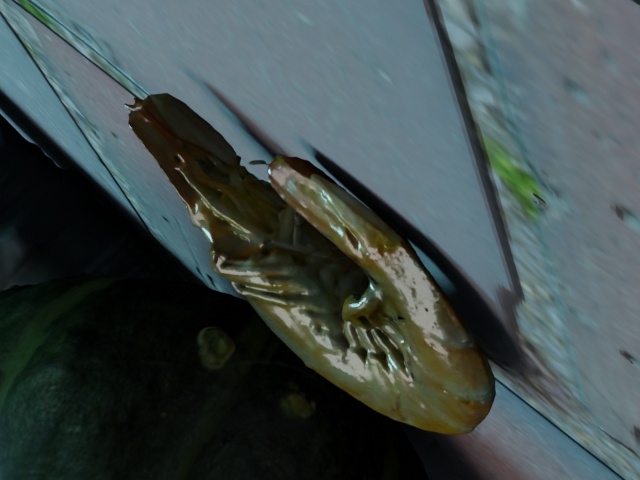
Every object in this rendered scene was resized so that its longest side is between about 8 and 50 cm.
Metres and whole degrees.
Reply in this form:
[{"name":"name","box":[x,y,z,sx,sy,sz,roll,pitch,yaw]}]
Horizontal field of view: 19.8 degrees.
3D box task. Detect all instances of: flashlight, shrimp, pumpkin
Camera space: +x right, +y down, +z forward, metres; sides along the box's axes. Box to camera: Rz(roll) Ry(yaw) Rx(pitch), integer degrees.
[{"name":"flashlight","box":[-0.239,-0.075,1.043,0.424,0.103,0.103,46,169,-6]},{"name":"shrimp","box":[-0.005,0.005,0.608,0.162,0.045,0.095,45,169,1]},{"name":"pumpkin","box":[-0.086,0.147,0.900,0.300,0.207,0.300,23,147,16]}]
